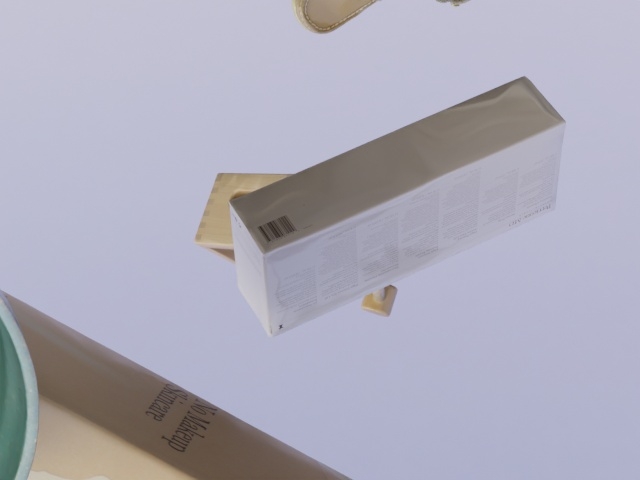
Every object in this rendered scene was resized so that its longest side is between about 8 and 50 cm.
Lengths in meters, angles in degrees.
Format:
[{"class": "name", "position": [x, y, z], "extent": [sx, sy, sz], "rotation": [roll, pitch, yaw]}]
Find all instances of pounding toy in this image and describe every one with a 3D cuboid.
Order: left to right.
[{"class": "pounding toy", "position": [0.010, 0.003, 1.752], "extent": [0.181, 0.206, 0.094], "rotation": [3, -110, 48]}]

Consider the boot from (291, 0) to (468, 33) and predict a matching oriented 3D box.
[{"class": "boot", "position": [0.073, -0.243, 1.495], "extent": [0.213, 0.077, 0.165], "rotation": [-41, -148, 9]}]

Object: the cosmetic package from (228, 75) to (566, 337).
[{"class": "cosmetic package", "position": [0.055, -0.025, 1.186], "extent": [0.239, 0.099, 0.060], "rotation": [-23, -128, -17]}]

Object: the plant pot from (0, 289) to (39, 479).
[{"class": "plant pot", "position": [-0.294, 0.036, 0.791], "extent": [0.293, 0.293, 0.196], "rotation": [-15, -141, -10]}]

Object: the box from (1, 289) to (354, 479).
[{"class": "box", "position": [-0.119, 0.150, 0.970], "extent": [0.311, 0.121, 0.148], "rotation": [28, -170, -1]}]
